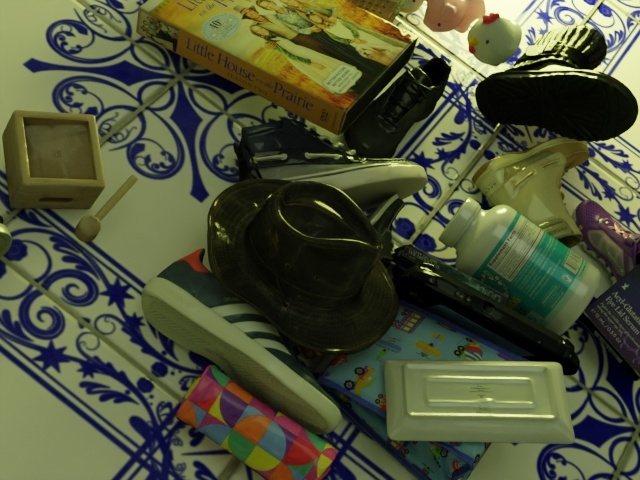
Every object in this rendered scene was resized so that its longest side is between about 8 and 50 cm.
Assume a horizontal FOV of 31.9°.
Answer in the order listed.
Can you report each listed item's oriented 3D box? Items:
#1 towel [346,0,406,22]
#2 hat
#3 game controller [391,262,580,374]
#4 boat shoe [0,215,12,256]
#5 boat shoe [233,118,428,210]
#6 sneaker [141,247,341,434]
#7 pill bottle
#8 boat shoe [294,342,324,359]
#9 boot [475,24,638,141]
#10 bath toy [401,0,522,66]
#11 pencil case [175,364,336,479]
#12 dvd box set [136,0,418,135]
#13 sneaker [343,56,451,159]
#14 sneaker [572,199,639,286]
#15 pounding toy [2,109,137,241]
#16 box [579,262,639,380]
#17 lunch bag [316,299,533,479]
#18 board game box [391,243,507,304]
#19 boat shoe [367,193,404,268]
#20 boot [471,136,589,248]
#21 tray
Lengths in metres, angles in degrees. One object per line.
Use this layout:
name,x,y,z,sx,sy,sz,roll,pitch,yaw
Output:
towel,0.094,-0.579,2.213,0.271,0.040,0.370,22,64,19
hat,0.000,0.000,1.671,0.331,0.134,0.331,20,44,-20
game controller,0.260,0.134,1.798,0.319,0.166,0.067,29,70,-6
boat shoe,-0.605,-0.013,1.540,0.340,0.127,0.113,-12,61,-32
boat shoe,0.014,-0.137,1.902,0.340,0.127,0.158,-8,68,-28
sneaker,-0.091,0.138,1.659,0.350,0.131,0.148,38,55,5
pill bottle,0.334,0.038,1.913,0.264,0.146,0.146,36,50,4
boat shoe,-0.051,0.100,1.753,0.073,0.073,0.207,-23,58,6
boot,0.500,-0.314,2.159,0.348,0.131,0.260,18,39,41
bath toy,0.250,-0.476,2.223,0.151,0.129,0.348,-43,63,0
pencil case,-0.089,0.276,1.589,0.236,0.104,0.104,36,50,0
dvd box set,-0.072,-0.372,2.014,0.420,0.062,0.307,29,45,13
sneaker,0.143,-0.248,2.042,0.109,0.130,0.286,39,51,2
sneaker,0.558,0.012,2.060,0.095,0.104,0.236,-15,63,-30
pounding toy,-0.381,-0.084,1.720,0.181,0.094,0.206,0,66,-30
box,0.573,0.119,1.924,0.207,0.108,0.153,-41,75,1
lunch bag,0.147,0.217,1.727,0.293,0.138,0.221,34,52,13
board game box,0.209,0.062,1.858,0.186,0.126,0.026,28,83,-3
boat shoe,0.084,0.014,1.865,0.079,0.084,0.233,39,53,-5
boot,0.433,-0.080,2.074,0.262,0.095,0.203,-17,64,-31
tray,0.230,0.227,1.633,0.270,0.030,0.145,1,48,-2
